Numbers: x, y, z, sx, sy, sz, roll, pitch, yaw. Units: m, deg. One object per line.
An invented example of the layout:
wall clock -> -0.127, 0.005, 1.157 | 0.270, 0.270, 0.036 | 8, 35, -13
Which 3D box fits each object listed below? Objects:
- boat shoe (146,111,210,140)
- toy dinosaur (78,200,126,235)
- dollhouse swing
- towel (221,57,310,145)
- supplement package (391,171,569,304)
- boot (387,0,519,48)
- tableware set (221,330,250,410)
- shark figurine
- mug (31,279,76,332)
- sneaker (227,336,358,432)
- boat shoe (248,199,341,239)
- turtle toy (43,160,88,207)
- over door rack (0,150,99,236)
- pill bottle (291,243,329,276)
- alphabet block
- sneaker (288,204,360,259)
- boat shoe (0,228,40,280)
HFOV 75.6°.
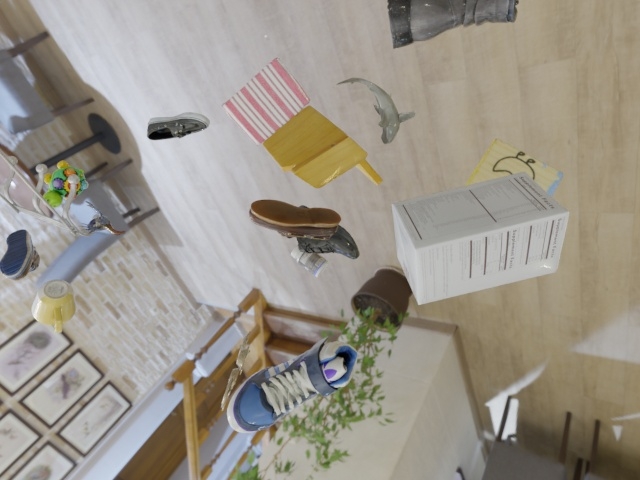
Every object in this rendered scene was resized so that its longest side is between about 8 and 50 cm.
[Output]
boat shoe -> -0.289, -0.226, 0.837 | 0.142, 0.040, 0.049 | 0, 160, 20
toy dinosaur -> -0.389, -0.026, 0.729 | 0.090, 0.047, 0.082 | 37, 173, -14
dollhouse swing -> 0.012, -0.294, 1.569 | 0.346, 0.315, 0.305 | 53, 175, 46
towel -> -0.143, -0.367, 1.101 | 0.144, 0.197, 0.029 | 48, -172, -26
supplement package -> 0.264, -0.005, 0.715 | 0.244, 0.139, 0.133 | -13, 129, 1
boot -> 0.251, -0.471, 0.768 | 0.223, 0.338, 0.118 | -3, 144, 19
tableware set -> -0.186, 0.289, 0.930 | 0.020, 0.141, 0.169 | 20, -177, -6
shark figurine -> 0.187, -0.425, 1.334 | 0.166, 0.116, 0.278 | -6, 132, 49
mug -> -0.423, 0.100, 0.667 | 0.078, 0.062, 0.064 | 42, 131, 3
sneaker -> -0.049, 0.341, 1.010 | 0.236, 0.323, 0.130 | -39, 74, 43
boat shoe -> -0.057, -0.035, 0.890 | 0.207, 0.073, 0.073 | 9, 135, -24
turtle toy -> -0.674, -0.141, 1.088 | 0.066, 0.130, 0.095 | 23, 156, 36
over door rack -> -0.644, -0.143, 0.860 | 0.240, 0.108, 0.324 | 16, 157, 23
pill bottle -> -0.042, 0.073, 1.594 | 0.137, 0.078, 0.078 | 37, 143, 13
alphabet block -> 0.502, -0.125, 1.146 | 0.197, 0.192, 0.193 | 31, 165, 11
sneaker -> 0.000, 0.000, 1.309 | 0.286, 0.130, 0.109 | 30, 160, 36
boat shoe -> -0.711, 0.043, 0.992 | 0.183, 0.066, 0.066 | 53, 161, 47
